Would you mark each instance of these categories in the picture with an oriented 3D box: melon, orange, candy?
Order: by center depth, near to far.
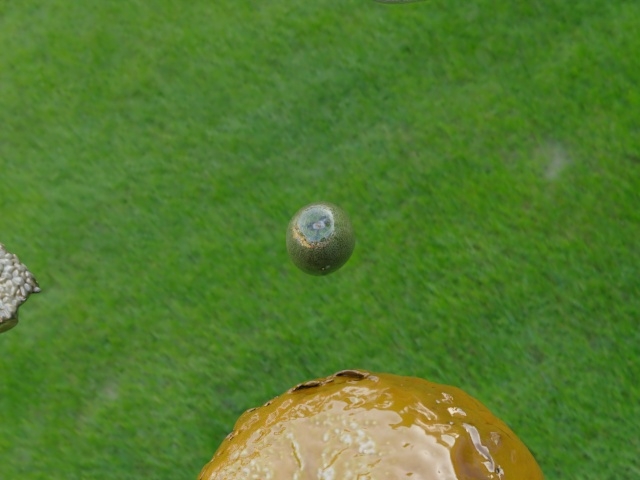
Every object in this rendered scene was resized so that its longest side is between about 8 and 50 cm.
[{"bbox_3d":[0.048,0.289,1.069,0.340,0.293,0.341,-16,45,16],"label":"orange"},{"bbox_3d":[-0.423,0.060,1.604,0.085,0.110,0.095,-32,16,31],"label":"candy"},{"bbox_3d":[0.000,0.000,1.760,0.099,0.162,0.099,0,73,-1],"label":"melon"}]

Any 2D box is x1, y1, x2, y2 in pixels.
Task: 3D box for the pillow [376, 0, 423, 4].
[{"bbox_3d":[0.048,-0.302,1.158,0.186,0.250,0.106,3,72,42],"label":"pillow"}]
